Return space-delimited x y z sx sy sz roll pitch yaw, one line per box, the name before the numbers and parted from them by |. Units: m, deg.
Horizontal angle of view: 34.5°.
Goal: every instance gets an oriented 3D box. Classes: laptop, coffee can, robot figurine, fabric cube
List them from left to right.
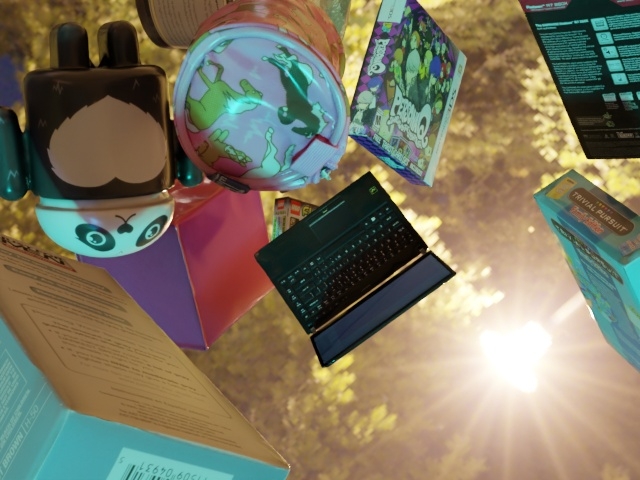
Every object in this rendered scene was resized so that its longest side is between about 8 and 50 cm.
robot figurine | -0.260 -0.118 1.221 0.173 0.209 0.278 -33 -57 -69
fabric cube | -0.268 0.023 1.898 0.258 0.259 0.254 -44 -49 -50
coffee can | -0.113 -0.385 1.565 0.276 0.201 0.201 8 -170 20
laptop | 0.042 0.035 1.543 0.264 0.234 0.136 55 180 23

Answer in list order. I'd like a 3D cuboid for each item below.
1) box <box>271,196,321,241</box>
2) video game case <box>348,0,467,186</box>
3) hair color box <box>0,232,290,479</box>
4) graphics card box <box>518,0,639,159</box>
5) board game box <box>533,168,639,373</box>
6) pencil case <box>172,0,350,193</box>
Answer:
box | 0.000 0.000 1.813 0.207 0.036 0.114 16 -107 -45
video game case | 0.125 -0.207 1.444 0.042 0.210 0.232 11 171 31
hair color box | -0.205 0.109 0.810 0.185 0.113 0.374 25 -174 -38
graphics card box | 0.489 -0.284 1.641 0.371 0.233 0.094 55 -130 -37
board game box | 0.467 0.082 1.529 0.336 0.079 0.254 57 179 -31
pencil case | -0.050 -0.167 1.068 0.160 0.167 0.386 1 -161 0
